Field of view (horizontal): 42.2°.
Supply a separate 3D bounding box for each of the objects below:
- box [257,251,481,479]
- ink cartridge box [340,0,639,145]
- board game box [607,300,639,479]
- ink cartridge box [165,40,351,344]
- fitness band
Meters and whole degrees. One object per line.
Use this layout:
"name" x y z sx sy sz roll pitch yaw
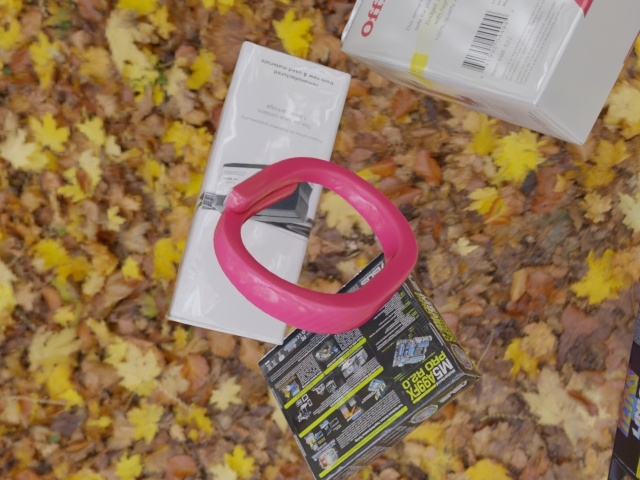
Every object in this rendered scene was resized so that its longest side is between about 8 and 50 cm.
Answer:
"box" 0.059 0.183 1.174 0.270 0.060 0.216 -43 58 18
"ink cartridge box" 0.251 -0.337 1.206 0.384 0.160 0.279 30 96 43
"board game box" 0.280 0.115 0.562 0.141 0.048 0.170 2 107 -8
"ink cartridge box" -0.102 -0.054 1.252 0.166 0.285 0.395 16 83 -9
"fitness band" 0.000 0.000 0.954 0.209 0.291 0.054 40 124 8
